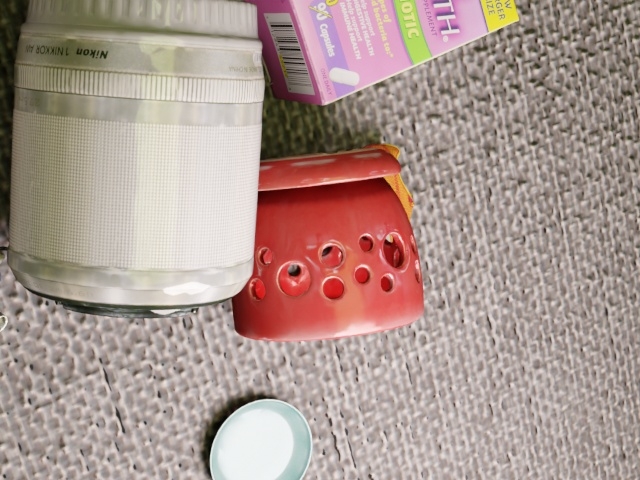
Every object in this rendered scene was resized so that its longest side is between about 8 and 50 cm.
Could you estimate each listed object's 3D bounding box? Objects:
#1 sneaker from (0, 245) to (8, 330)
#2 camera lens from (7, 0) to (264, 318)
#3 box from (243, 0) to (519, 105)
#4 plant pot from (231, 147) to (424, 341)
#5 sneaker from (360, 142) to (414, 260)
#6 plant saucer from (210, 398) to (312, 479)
[{"bbox_3d":[-0.359,0.014,1.091,0.153,0.094,0.235,-32,112,-20],"label":"sneaker"},{"bbox_3d":[-0.163,-0.079,1.101,0.219,0.219,0.274,0,99,-27],"label":"camera lens"},{"bbox_3d":[0.047,-0.278,1.230,0.243,0.117,0.213,-26,110,-21],"label":"box"},{"bbox_3d":[0.000,0.000,1.224,0.191,0.191,0.174,-9,94,-26],"label":"plant pot"},{"bbox_3d":[0.077,-0.018,1.327,0.067,0.064,0.175,-19,111,-33],"label":"sneaker"},{"bbox_3d":[-0.066,0.224,1.319,0.119,0.021,0.119,-6,102,-27],"label":"plant saucer"}]
